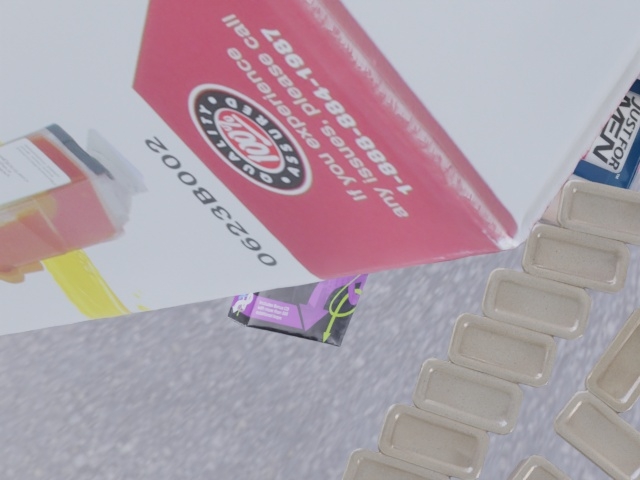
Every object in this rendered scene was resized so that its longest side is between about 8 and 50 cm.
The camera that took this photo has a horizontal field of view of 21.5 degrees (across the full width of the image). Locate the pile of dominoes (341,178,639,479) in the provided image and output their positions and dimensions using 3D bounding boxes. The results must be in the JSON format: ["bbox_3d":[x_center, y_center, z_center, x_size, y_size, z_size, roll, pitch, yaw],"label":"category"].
[{"bbox_3d":[0.153,0.099,0.933,0.196,0.040,0.251,38,81,2],"label":"pile of dominoes"}]

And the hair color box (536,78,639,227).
[{"bbox_3d":[0.112,-0.122,1.475,0.347,0.174,0.105,22,77,8],"label":"hair color box"}]

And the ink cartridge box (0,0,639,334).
[{"bbox_3d":[-0.103,-0.119,0.600,0.279,0.160,0.384,48,149,-21],"label":"ink cartridge box"}]

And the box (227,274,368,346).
[{"bbox_3d":[0.000,0.000,1.361,0.029,0.116,0.162,24,96,44],"label":"box"}]
